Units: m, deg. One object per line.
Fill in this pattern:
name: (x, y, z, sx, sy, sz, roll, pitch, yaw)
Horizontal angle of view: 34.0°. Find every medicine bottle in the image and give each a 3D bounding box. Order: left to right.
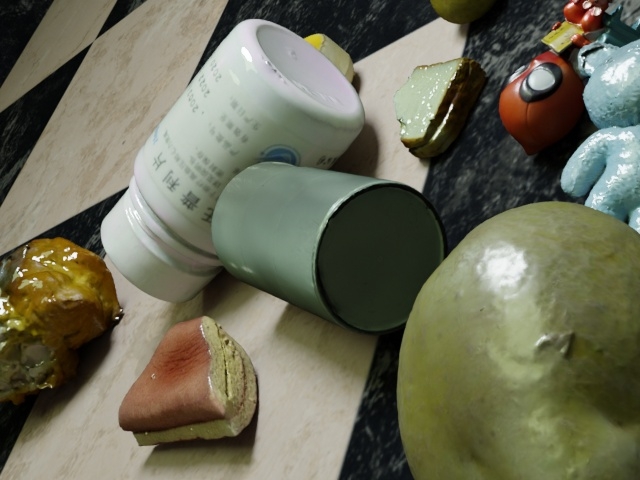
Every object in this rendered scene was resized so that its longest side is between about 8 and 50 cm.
medicine bottle: (-0.101, -0.078, 1.113, 0.293, 0.170, 0.170, -46, 27, 26)

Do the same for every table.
table: (0.000, 0.000, 0.921, 0.126, 0.126, 0.220, -57, 28, -9)

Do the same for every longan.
longan: (0.151, -0.261, 1.074, 0.083, 0.075, 0.075, -35, 22, -18)

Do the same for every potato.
potato: (0.128, 0.087, 0.595, 0.178, 0.160, 0.235, 101, 164, -50)

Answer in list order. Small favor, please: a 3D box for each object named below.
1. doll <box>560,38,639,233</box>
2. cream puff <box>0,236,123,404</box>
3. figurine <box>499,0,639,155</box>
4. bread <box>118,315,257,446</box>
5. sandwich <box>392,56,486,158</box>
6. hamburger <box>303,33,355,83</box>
doll: (0.224, -0.055, 0.723, 0.120, 0.075, 0.180, 11, 84, 19)
cream puff: (-0.367, 0.097, 1.340, 0.269, 0.155, 0.241, -12, 46, 54)
figurine: (0.196, -0.134, 0.842, 0.140, 0.075, 0.068, -57, 27, 13)
bread: (-0.117, 0.136, 1.000, 0.192, 0.067, 0.119, -14, 53, 52)
sandwich: (0.104, -0.124, 1.009, 0.093, 0.035, 0.105, -8, 52, 53)
hamburger: (-0.022, -0.171, 1.213, 0.126, 0.081, 0.141, -9, 38, 50)
